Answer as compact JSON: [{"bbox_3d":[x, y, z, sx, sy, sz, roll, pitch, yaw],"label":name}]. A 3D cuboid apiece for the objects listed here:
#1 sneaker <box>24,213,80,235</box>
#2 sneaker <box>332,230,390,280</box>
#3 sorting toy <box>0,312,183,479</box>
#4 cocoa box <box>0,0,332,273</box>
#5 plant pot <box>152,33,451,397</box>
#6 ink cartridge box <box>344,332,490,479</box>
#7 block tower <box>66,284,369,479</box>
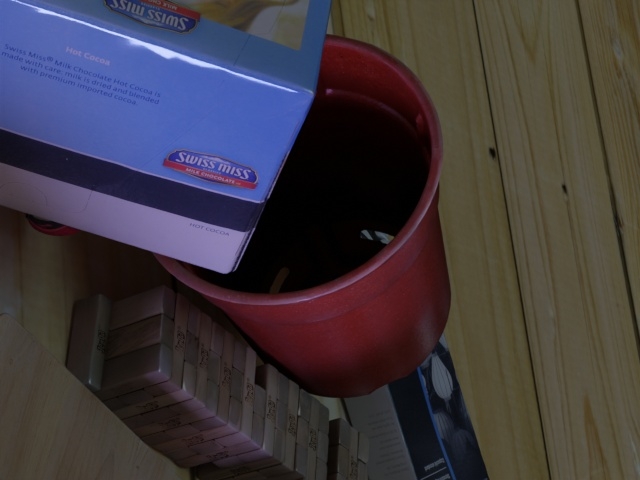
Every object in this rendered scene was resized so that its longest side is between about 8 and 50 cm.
[{"bbox_3d":[-0.202,-0.119,1.635,0.299,0.120,0.112,-60,154,-54],"label":"sneaker"},{"bbox_3d":[0.018,0.001,1.922,0.106,0.078,0.234,-1,38,-18],"label":"sneaker"},{"bbox_3d":[-0.224,0.235,1.401,0.255,0.089,0.257,49,37,-33],"label":"sorting toy"},{"bbox_3d":[-0.181,-0.168,1.401,0.347,0.228,0.231,17,49,-9],"label":"cocoa box"},{"bbox_3d":[0.000,0.000,1.692,0.265,0.272,0.272,66,22,-57],"label":"plant pot"},{"bbox_3d":[0.104,0.212,1.988,0.165,0.065,0.333,-15,88,-61],"label":"ink cartridge box"},{"bbox_3d":[-0.083,0.157,1.675,0.335,0.097,0.091,39,43,-42],"label":"block tower"}]
